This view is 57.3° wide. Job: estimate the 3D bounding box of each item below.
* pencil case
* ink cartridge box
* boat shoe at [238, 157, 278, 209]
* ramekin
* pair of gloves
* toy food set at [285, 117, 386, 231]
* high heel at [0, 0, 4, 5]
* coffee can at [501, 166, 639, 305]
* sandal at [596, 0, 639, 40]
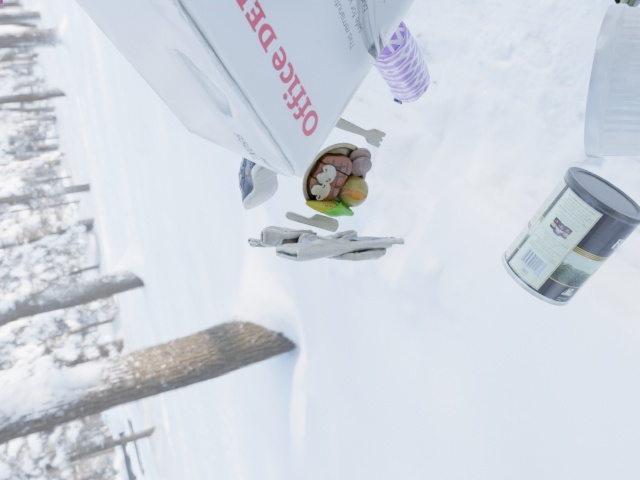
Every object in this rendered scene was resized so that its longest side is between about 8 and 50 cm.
[{"bbox_3d":[0.138,-0.324,1.056,0.088,0.086,0.206,43,-175,22],"label":"pencil case"},{"bbox_3d":[-0.026,-0.303,0.531,0.166,0.395,0.285,25,166,28],"label":"ink cartridge box"},{"bbox_3d":[-0.127,-0.126,1.154,0.065,0.075,0.206,59,159,13],"label":"boat shoe"},{"bbox_3d":[0.436,-0.212,0.795,0.109,0.207,0.207,11,115,29],"label":"ramekin"},{"bbox_3d":[0.000,0.000,0.974,0.240,0.204,0.042,-168,79,-64],"label":"pair of gloves"},{"bbox_3d":[0.032,-0.098,0.951,0.038,0.132,0.192,45,115,46],"label":"toy food set"},{"bbox_3d":[-0.627,-0.635,1.075,0.377,0.181,0.127,-53,38,26],"label":"high heel"},{"bbox_3d":[0.599,-0.009,1.410,0.275,0.201,0.202,-61,42,32],"label":"coffee can"},{"bbox_3d":[0.728,-0.602,1.386,0.086,0.303,0.120,32,171,23],"label":"sandal"}]
